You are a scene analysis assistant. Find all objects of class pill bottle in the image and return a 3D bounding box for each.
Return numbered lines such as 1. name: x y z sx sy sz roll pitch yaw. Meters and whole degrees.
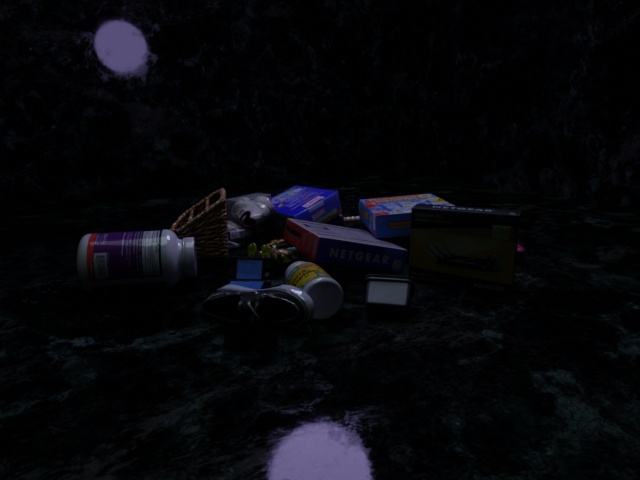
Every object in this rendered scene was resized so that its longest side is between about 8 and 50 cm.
1. pill bottle: -0.547 0.060 1.411 0.323 0.181 0.181 -3 15 -12
2. pill bottle: -0.028 0.127 1.269 0.118 0.117 0.208 -6 16 -19

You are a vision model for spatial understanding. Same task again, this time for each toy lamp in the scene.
1. toy lamp: 0.163 -0.102 2.188 0.275 0.080 0.080 -7 16 -20

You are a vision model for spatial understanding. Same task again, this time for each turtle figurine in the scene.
1. turtle figurine: -0.144 0.050 1.610 0.269 0.087 0.217 22 11 41

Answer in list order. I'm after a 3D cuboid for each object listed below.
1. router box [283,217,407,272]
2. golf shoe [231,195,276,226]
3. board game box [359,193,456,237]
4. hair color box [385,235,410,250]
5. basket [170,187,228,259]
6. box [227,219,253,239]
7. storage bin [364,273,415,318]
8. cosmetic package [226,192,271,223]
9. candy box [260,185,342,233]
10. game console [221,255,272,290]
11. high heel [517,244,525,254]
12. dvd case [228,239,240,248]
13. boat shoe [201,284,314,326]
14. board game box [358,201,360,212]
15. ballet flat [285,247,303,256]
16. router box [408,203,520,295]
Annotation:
1. router box: 0.076 0.013 1.605 0.335 0.082 0.301 9 10 -25
2. golf shoe: -0.332 -0.120 2.074 0.306 0.115 0.140 -6 37 50
3. board game box: 0.326 -0.100 1.769 0.308 0.086 0.302 -6 16 -5
4. hair color box: 0.394 -0.035 1.878 0.174 0.105 0.347 -7 17 -17
5. basket: -0.458 -0.072 1.754 0.213 0.223 0.299 -3 17 -10
6. box: -0.400 -0.050 2.093 0.114 0.036 0.207 -10 18 -33
7. storage bin: 0.178 0.157 1.229 0.135 0.098 0.091 4 43 13
8. cosmetic package: -0.358 -0.164 2.347 0.107 0.127 0.238 11 17 36
9. candy box: -0.102 -0.141 2.142 0.268 0.122 0.317 -31 28 -30
10. game console: -0.227 0.105 1.431 0.144 0.124 0.085 1 -11 5
11. high heel: 0.690 -0.020 1.791 0.082 0.117 0.244 -6 16 -21
12. dvd case: -0.458 0.026 1.850 0.221 0.018 0.164 -15 21 -42
13. boat shoe: -0.162 0.167 1.150 0.301 0.108 0.102 5 16 28
14. board game box: 0.289 -0.161 2.141 0.214 0.046 0.317 -2 6 8
15. ballet flat: -0.080 0.047 1.737 0.114 0.041 0.041 -2 15 -5
16. router box: 0.429 0.022 1.406 0.309 0.243 0.081 6 16 25
